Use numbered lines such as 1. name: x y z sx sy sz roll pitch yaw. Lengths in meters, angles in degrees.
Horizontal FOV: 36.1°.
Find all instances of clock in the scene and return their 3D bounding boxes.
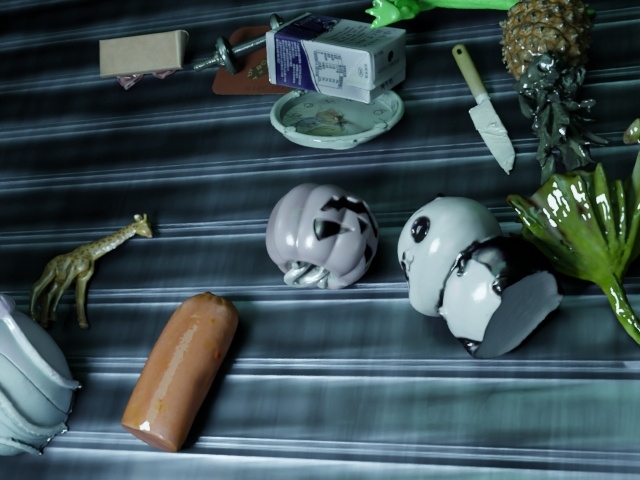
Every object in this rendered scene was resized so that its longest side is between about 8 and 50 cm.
1. clock: 0.030 -0.213 1.715 0.236 0.053 0.236 -3 34 2

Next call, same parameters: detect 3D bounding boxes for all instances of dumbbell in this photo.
1. dumbbell: -0.128 -0.379 1.895 0.254 0.082 0.082 -20 53 9

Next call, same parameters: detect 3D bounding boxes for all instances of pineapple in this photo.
1. pineapple: 0.368 -0.236 1.553 0.165 0.165 0.365 -9 55 17

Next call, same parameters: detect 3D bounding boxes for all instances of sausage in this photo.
1. sausage: -0.217 0.197 1.544 0.113 0.113 0.259 11 64 28

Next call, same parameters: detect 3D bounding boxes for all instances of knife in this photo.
1. knife: 0.275 -0.225 1.673 0.047 0.017 0.298 -24 56 9

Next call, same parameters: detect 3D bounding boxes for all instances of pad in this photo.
1. pad: -0.077 -0.355 1.913 0.267 0.004 0.181 3 60 23

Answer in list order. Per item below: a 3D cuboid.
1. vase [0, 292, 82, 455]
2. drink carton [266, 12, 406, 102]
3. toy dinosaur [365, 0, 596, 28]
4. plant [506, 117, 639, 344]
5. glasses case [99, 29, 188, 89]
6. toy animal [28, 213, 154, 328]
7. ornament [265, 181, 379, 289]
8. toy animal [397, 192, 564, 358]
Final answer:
1. vase: -0.574 0.163 1.503 0.249 0.445 0.250 -12 53 16
2. drink carton: 0.030 -0.330 1.756 0.222 0.102 0.134 16 33 30
3. toy dinosaur: 0.229 -0.481 1.840 0.499 0.144 0.374 10 26 -4
4. plant: 0.400 0.032 1.365 0.251 0.180 0.334 -22 56 21
5. glasses case: -0.353 -0.362 2.003 0.193 0.070 0.103 -4 85 18
6. toy animal: -0.418 0.048 1.761 0.149 0.054 0.275 26 71 31
7. ornament: 0.001 0.000 1.543 0.177 0.177 0.178 -11 55 16
8. toy animal: 0.214 0.042 1.424 0.165 0.187 0.235 -15 45 -40
